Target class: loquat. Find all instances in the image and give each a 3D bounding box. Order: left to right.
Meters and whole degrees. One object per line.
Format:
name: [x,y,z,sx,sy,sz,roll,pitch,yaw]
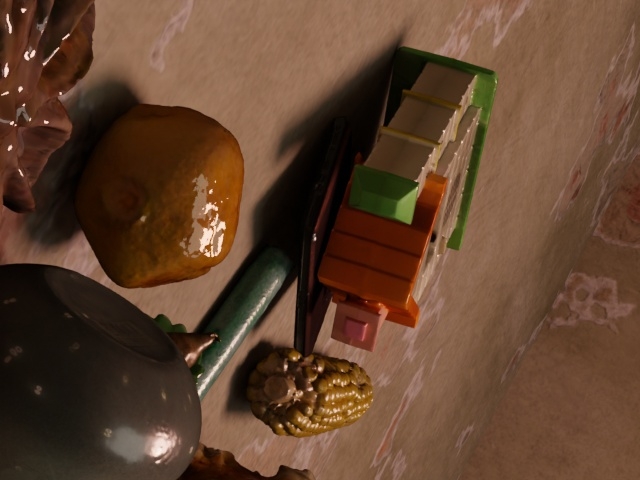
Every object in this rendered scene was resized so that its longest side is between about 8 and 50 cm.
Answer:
loquat: [-0.107,-0.030,1.054,0.137,0.113,0.137,1,90,-80]

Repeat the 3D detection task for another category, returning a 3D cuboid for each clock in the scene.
clock: [0.073,-0.030,1.497,0.255,0.106,0.220,-57,161,-52]

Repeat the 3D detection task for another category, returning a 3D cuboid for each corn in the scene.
corn: [-0.004,0.165,1.677,0.097,0.097,0.320,-64,166,2]

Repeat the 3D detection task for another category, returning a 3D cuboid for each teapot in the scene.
teapot: [-0.196,0.146,0.955,0.251,0.183,0.183,-55,165,9]

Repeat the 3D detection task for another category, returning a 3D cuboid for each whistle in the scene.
whistle: [-0.086,0.084,1.397,0.186,0.039,0.039,-56,162,-26]

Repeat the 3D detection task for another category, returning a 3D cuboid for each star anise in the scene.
star anise: [-0.193,-0.070,0.731,0.349,0.109,0.292,-61,160,-49]

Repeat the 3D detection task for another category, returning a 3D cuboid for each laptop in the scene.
laptop: [0.000,0.000,1.490,0.207,0.026,0.154,92,14,-54]

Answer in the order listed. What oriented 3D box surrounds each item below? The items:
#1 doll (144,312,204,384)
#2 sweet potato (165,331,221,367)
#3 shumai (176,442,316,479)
doll: [-0.149,0.105,1.237,0.078,0.076,0.113,-12,162,-38]
sweet potato: [-0.187,0.141,1.124,0.269,0.075,0.075,-43,158,-16]
shumai: [-0.113,0.322,1.495,0.267,0.262,0.314,-13,179,-29]
